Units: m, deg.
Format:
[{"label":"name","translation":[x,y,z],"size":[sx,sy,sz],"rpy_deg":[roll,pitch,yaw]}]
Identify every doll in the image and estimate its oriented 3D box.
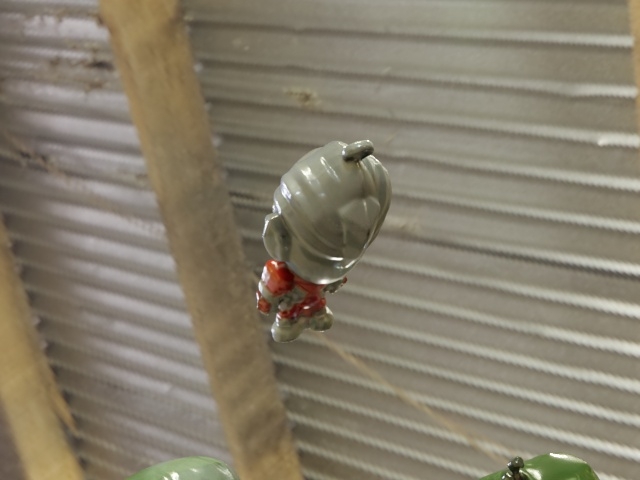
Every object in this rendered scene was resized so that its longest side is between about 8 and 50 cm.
[{"label":"doll","translation":[0.000,0.000,0.790],"size":[0.079,0.094,0.180],"rpy_deg":[55,-35,32]}]

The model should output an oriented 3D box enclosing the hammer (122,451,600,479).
[{"label":"hammer","translation":[0.026,0.201,0.749],"size":[0.119,0.335,0.206],"rpy_deg":[99,-30,-62]}]
